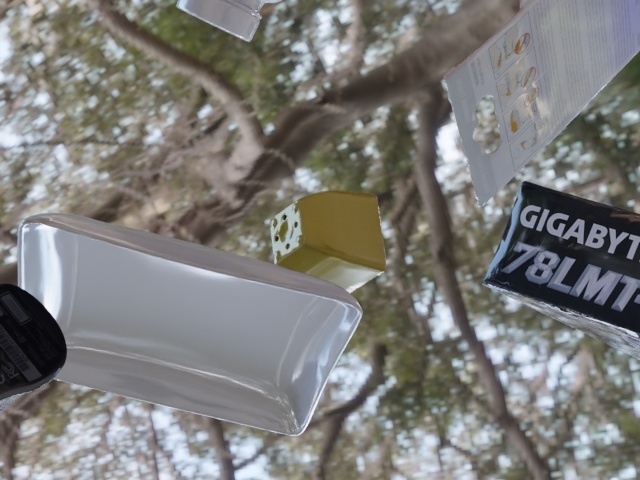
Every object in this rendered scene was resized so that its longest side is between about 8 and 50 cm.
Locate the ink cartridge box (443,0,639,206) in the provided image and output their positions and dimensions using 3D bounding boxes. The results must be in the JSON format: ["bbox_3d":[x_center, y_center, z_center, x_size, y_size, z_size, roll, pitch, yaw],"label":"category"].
[{"bbox_3d":[0.136,-0.125,0.858,0.179,0.045,0.145,-42,-32,-11],"label":"ink cartridge box"}]

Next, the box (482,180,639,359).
[{"bbox_3d":[0.288,0.073,0.782,0.295,0.293,0.073,25,-94,-46],"label":"box"}]

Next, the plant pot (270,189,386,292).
[{"bbox_3d":[0.000,0.000,1.302,0.083,0.081,0.081,14,-123,-35],"label":"plant pot"}]

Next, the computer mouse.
[{"bbox_3d":[-0.312,0.080,1.027,0.184,0.060,0.262,47,-150,0],"label":"computer mouse"}]

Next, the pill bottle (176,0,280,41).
[{"bbox_3d":[-0.068,-0.302,1.414,0.112,0.112,0.187,22,-84,-36],"label":"pill bottle"}]

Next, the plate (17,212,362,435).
[{"bbox_3d":[-0.121,0.070,1.204,0.277,0.278,0.045,15,-122,-4],"label":"plate"}]
